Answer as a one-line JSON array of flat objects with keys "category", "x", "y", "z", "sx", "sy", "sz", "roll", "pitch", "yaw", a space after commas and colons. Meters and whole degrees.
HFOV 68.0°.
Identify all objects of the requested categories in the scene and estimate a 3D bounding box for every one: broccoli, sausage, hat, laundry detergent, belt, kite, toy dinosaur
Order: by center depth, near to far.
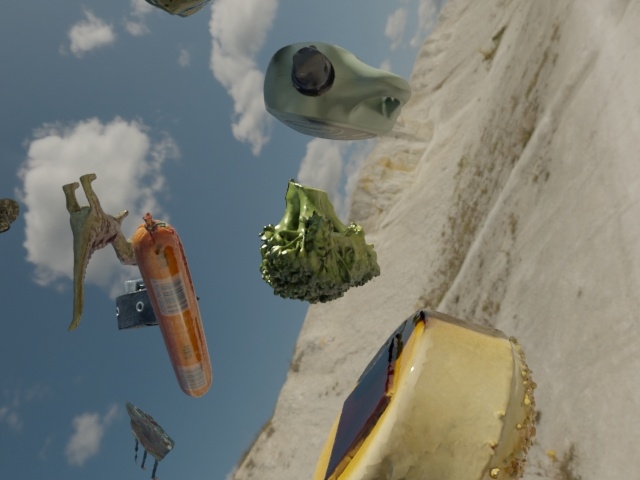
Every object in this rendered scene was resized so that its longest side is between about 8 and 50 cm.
[{"category": "sausage", "x": -0.180, "y": 0.103, "z": 0.608, "sx": 0.053, "sy": 0.053, "sz": 0.347, "roll": -61, "pitch": -20, "yaw": -44}, {"category": "laundry detergent", "x": 0.022, "y": -0.216, "z": 0.690, "sx": 0.280, "sy": 0.215, "sz": 0.105, "roll": -23, "pitch": -60, "yaw": -84}, {"category": "toy dinosaur", "x": -0.358, "y": -0.002, "z": 0.754, "sx": 0.251, "sy": 0.072, "sz": 0.199, "roll": -126, "pitch": 20, "yaw": -75}, {"category": "broccoli", "x": 0.000, "y": 0.000, "z": 0.935, "sx": 0.288, "sy": 0.248, "sz": 0.245, "roll": -169, "pitch": 80, "yaw": -81}, {"category": "kite", "x": -0.342, "y": 0.414, "z": 0.944, "sx": 0.016, "sy": 0.127, "sz": 0.229, "roll": -35, "pitch": -30, "yaw": -46}, {"category": "hat", "x": -0.730, "y": -0.043, "z": 1.068, "sx": 0.121, "sy": 0.050, "sz": 0.121, "roll": -30, "pitch": -10, "yaw": -6}, {"category": "belt", "x": -0.425, "y": 0.155, "z": 1.217, "sx": 0.122, "sy": 0.218, "sz": 0.128, "roll": 19, "pitch": -118, "yaw": -70}]

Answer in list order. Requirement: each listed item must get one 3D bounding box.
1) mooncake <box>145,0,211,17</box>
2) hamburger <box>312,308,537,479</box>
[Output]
[{"category": "mooncake", "x": -0.283, "y": -0.581, "z": 0.809, "sx": 0.356, "sy": 0.194, "sz": 0.356, "roll": -22, "pitch": -90, "yaw": -77}, {"category": "hamburger", "x": 0.120, "y": 0.220, "z": 0.534, "sx": 0.302, "sy": 0.170, "sz": 0.302, "roll": -58, "pitch": -3, "yaw": -5}]
